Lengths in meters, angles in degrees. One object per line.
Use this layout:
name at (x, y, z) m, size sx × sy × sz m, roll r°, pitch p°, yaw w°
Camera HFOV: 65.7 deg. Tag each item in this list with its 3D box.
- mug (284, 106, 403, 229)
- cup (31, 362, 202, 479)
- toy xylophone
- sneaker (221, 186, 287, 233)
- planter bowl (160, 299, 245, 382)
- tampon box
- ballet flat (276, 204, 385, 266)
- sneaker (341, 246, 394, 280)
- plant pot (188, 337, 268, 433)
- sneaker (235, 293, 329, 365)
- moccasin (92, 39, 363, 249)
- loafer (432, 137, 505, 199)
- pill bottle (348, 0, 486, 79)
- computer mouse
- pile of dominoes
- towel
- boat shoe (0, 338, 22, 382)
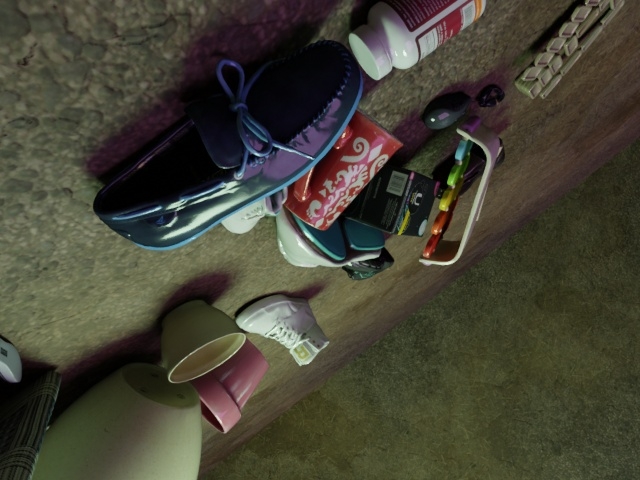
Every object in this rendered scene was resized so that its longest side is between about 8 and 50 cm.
mug at (0.010, -0.113, 0.709) m, size 0.150 × 0.113 × 0.169 m, roll 23°, pitch 113°, yaw -41°
cup at (-0.372, 0.389, 0.990) m, size 0.236 × 0.331 × 0.331 m, roll -64°, pitch 156°, yaw 2°
toy xylophone at (0.303, -0.099, 1.050) m, size 0.236 × 0.081 × 0.322 m, roll -32°, pitch 139°, yaw -60°
sneaker at (-0.090, -0.061, 0.706) m, size 0.080 × 0.094 × 0.212 m, roll -23°, pitch 156°, yaw -33°
planter bowl at (-0.243, 0.185, 0.967) m, size 0.162 × 0.109 × 0.162 m, roll -31°, pitch 159°, yaw -13°
tampon box at (0.144, -0.079, 0.957) m, size 0.161 × 0.102 × 0.120 m, roll 2°, pitch 107°, yaw -58°
ballet flat at (0.000, 0.000, 0.952) m, size 0.139 × 0.139 × 0.400 m, roll -43°, pitch 159°, yaw 18°
sneaker at (0.102, 0.062, 1.249) m, size 0.106 × 0.101 × 0.267 m, roll -41°, pitch 158°, yaw 19°
plant pot at (-0.232, 0.327, 1.195) m, size 0.180 × 0.201 × 0.201 m, roll -42°, pitch 164°, yaw -30°
sneaker at (-0.076, 0.231, 1.239) m, size 0.108 × 0.169 × 0.293 m, roll -42°, pitch 157°, yaw 20°
moccasin at (-0.102, -0.100, 0.552) m, size 0.342 × 0.137 × 0.117 m, roll -40°, pitch 154°, yaw 8°
loafer at (0.341, -0.178, 1.160) m, size 0.220 × 0.080 × 0.078 m, roll -36°, pitch 150°, yaw -14°
pill bottle at (0.113, -0.266, 0.598) m, size 0.152 × 0.086 × 0.086 m, roll -36°, pitch 159°, yaw -1°
computer mouse at (0.285, -0.252, 0.950) m, size 0.242 × 0.041 × 0.071 m, roll -22°, pitch 154°, yaw -33°
pile of dominoes at (0.488, -0.404, 0.980) m, size 0.251 × 0.040 × 0.196 m, roll -53°, pitch 154°, yaw 19°
towel at (-0.543, 0.348, 0.707) m, size 0.324 × 0.312 × 0.056 m, roll -34°, pitch 114°, yaw -6°
boat shoe at (-0.459, 0.165, 0.693) m, size 0.040 × 0.049 × 0.142 m, roll -8°, pitch 149°, yaw -15°
